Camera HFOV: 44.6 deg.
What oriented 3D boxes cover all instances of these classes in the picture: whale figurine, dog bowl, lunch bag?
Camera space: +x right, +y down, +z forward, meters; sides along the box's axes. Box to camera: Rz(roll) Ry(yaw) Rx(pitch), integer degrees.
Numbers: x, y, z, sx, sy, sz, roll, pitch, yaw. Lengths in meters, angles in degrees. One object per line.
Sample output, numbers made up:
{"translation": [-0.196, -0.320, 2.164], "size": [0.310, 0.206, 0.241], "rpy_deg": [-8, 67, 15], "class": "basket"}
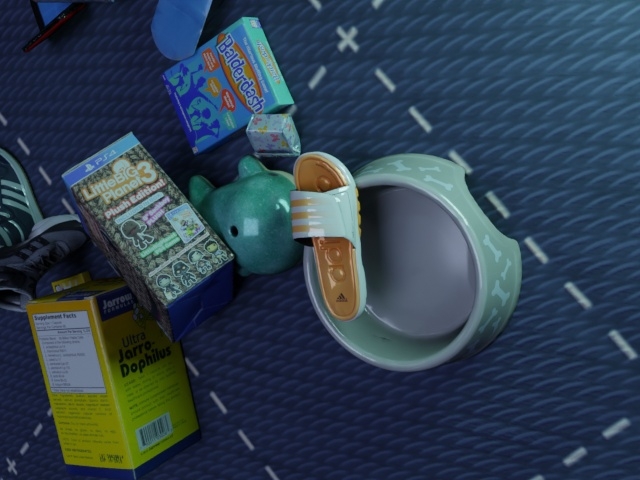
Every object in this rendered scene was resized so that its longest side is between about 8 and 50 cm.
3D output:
{"translation": [-0.140, -0.038, 1.327], "size": [0.272, 0.141, 0.216], "rpy_deg": [16, 110, 31], "class": "whale figurine"}
{"translation": [0.125, 0.042, 1.203], "size": [0.349, 0.102, 0.348], "rpy_deg": [8, 105, 30], "class": "dog bowl"}
{"translation": [-0.075, -0.166, 1.293], "size": [0.071, 0.053, 0.083], "rpy_deg": [4, 147, 18], "class": "lunch bag"}

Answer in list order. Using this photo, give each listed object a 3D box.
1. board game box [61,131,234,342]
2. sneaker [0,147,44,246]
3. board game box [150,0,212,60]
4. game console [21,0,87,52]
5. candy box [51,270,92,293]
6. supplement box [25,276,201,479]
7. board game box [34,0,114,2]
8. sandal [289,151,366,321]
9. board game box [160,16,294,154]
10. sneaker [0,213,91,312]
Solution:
{"translation": [-0.293, 0.002, 1.367], "size": [0.291, 0.141, 0.232], "rpy_deg": [49, 161, 14], "class": "board game box"}
{"translation": [-0.694, -0.072, 1.659], "size": [0.099, 0.153, 0.282], "rpy_deg": [-32, 84, 34], "class": "sneaker"}
{"translation": [-0.230, -0.395, 1.353], "size": [0.133, 0.033, 0.168], "rpy_deg": [39, 117, 32], "class": "board game box"}
{"translation": [-0.531, -0.450, 1.512], "size": [0.144, 0.124, 0.085], "rpy_deg": [-24, 115, 34], "class": "game console"}
{"translation": [-0.507, 0.175, 1.677], "size": [0.105, 0.027, 0.205], "rpy_deg": [-17, 93, 31], "class": "candy box"}
{"translation": [-0.400, 0.260, 1.530], "size": [0.194, 0.195, 0.356], "rpy_deg": [-6, 99, 33], "class": "supplement box"}
{"translation": [-0.436, -0.512, 1.419], "size": [0.194, 0.060, 0.194], "rpy_deg": [25, 88, 28], "class": "board game box"}
{"translation": [0.009, -0.001, 1.158], "size": [0.102, 0.076, 0.265], "rpy_deg": [-9, 96, 33], "class": "sandal"}
{"translation": [-0.164, -0.262, 1.344], "size": [0.210, 0.047, 0.160], "rpy_deg": [-25, 88, 33], "class": "board game box"}
{"translation": [-0.563, 0.055, 1.552], "size": [0.153, 0.269, 0.101], "rpy_deg": [56, 166, 40], "class": "sneaker"}
